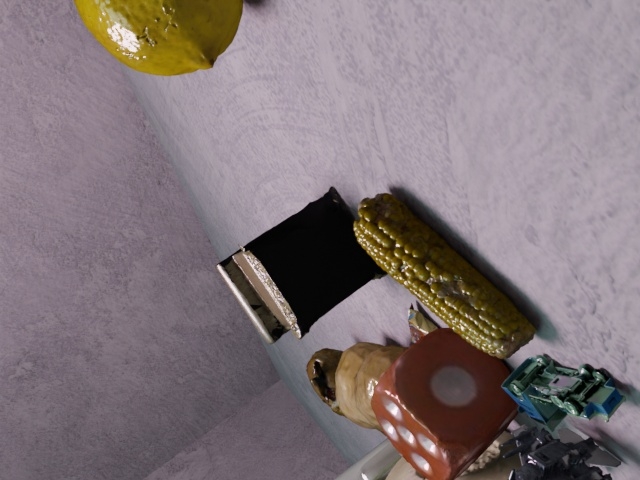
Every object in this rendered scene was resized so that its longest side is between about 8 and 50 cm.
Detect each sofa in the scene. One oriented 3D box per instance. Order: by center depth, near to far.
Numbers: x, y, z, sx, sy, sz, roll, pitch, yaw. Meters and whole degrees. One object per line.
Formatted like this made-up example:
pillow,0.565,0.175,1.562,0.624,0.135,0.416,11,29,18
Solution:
sofa,-0.037,0.053,1.282,0.200,0.258,0.182,55,152,0

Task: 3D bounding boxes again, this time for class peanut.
peanut,0.128,0.301,1.459,0.192,0.169,0.387,59,162,6

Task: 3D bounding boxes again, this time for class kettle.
kettle,0.160,0.515,1.494,0.265,0.318,0.205,60,168,-19

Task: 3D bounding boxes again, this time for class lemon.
lemon,-0.240,-0.376,1.017,0.267,0.267,0.267,51,165,20

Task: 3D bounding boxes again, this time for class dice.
dice,0.197,0.259,1.087,0.175,0.174,0.179,41,154,28

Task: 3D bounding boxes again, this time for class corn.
corn,0.156,0.042,0.956,0.320,0.097,0.097,44,161,32

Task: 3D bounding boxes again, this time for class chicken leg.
chicken leg,0.120,0.401,1.738,0.361,0.140,0.211,36,-155,0

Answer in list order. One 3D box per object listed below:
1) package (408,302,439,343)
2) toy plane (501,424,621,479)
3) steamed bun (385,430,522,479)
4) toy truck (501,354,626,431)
package,0.197,0.179,1.228,0.120,0.031,0.108,44,159,35
toy plane,0.288,0.287,0.880,0.160,0.234,0.082,30,114,49
steamed bun,0.278,0.544,1.167,0.371,0.289,0.456,64,167,-2
toy truck,0.309,0.197,0.859,0.081,0.067,0.175,53,163,-10
